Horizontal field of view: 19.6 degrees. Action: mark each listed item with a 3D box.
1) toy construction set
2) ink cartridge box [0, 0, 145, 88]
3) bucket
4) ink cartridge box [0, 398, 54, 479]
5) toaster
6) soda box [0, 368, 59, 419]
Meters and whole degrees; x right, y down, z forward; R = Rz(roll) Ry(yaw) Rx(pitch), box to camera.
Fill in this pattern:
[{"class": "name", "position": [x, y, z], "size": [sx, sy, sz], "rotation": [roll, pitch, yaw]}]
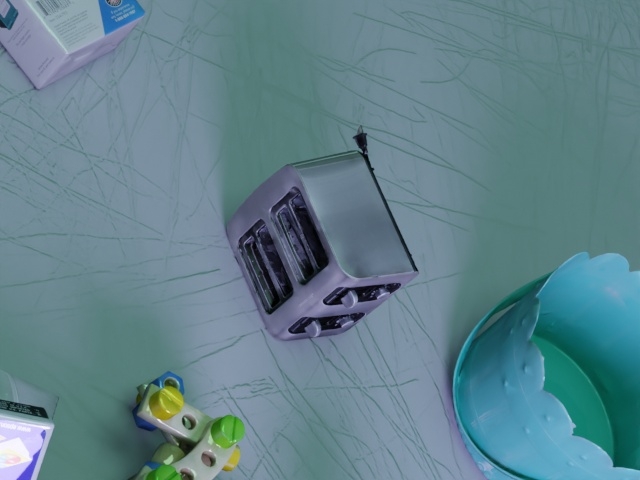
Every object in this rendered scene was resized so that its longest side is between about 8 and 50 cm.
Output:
[{"class": "toy construction set", "position": [-0.075, 0.285, 1.806], "size": [0.328, 0.151, 0.215], "rotation": [32, 48, -2]}, {"class": "ink cartridge box", "position": [-0.319, -0.296, 2.022], "size": [0.231, 0.078, 0.134], "rotation": [52, 46, 2]}, {"class": "bucket", "position": [0.296, 0.172, 2.108], "size": [0.281, 0.183, 0.281], "rotation": [18, 53, -26]}, {"class": "ink cartridge box", "position": [-0.364, 0.226, 1.624], "size": [0.206, 0.208, 0.045], "rotation": [15, 12, -23]}, {"class": "toaster", "position": [0.000, 0.000, 2.008], "size": [0.110, 0.168, 0.185], "rotation": [-11, 71, -39]}, {"class": "soda box", "position": [-0.392, 0.139, 1.689], "size": [0.286, 0.098, 0.091], "rotation": [28, 50, -20]}]
